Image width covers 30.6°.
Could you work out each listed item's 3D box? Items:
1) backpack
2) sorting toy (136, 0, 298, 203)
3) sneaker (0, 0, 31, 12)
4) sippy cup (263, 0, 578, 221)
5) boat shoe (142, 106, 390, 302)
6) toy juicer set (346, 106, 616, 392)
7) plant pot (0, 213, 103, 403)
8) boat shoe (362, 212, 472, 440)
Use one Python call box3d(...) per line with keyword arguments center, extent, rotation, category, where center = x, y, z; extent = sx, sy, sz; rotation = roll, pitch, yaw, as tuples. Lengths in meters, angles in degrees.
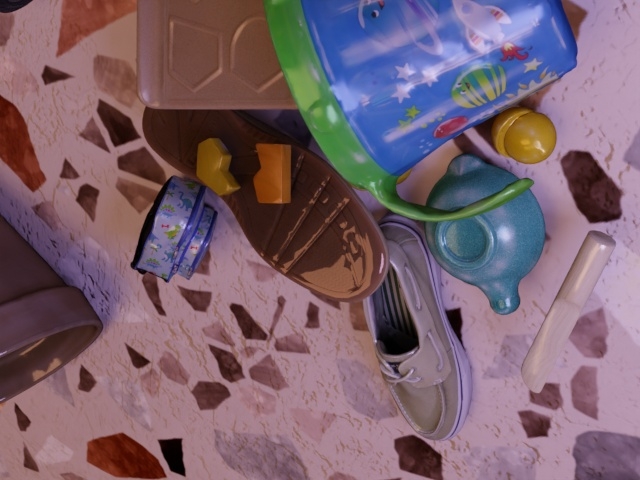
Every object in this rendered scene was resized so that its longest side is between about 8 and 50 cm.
box3d(center=(-0.172, -0.016, 1.429), extent=(0.084, 0.105, 0.114), rotation=(19, 131, -6), category="backpack")
box3d(center=(-0.092, -0.196, 1.227), extent=(0.229, 0.041, 0.307), rotation=(4, 96, 30), category="sorting toy")
box3d(center=(-0.382, -0.402, 1.313), extent=(0.130, 0.109, 0.286), rotation=(32, 129, 24), category="sneaker")
box3d(center=(0.099, -0.189, 1.039), extent=(0.224, 0.240, 0.305), rotation=(-20, 121, 19), category="sippy cup")
box3d(center=(-0.044, -0.061, 1.277), extent=(0.341, 0.110, 0.121), rotation=(43, 104, 22), category="boat shoe")
box3d(center=(0.187, -0.034, 1.189), extent=(0.329, 0.089, 0.209), rotation=(49, 124, 9), category="toy juicer set")
box3d(center=(-0.508, 0.080, 1.609), extent=(0.323, 0.323, 0.280), rotation=(-41, 77, 44), category="plant pot")
box3d(center=(0.097, 0.115, 1.337), extent=(0.109, 0.094, 0.302), rotation=(2, 120, 33), category="boat shoe")
